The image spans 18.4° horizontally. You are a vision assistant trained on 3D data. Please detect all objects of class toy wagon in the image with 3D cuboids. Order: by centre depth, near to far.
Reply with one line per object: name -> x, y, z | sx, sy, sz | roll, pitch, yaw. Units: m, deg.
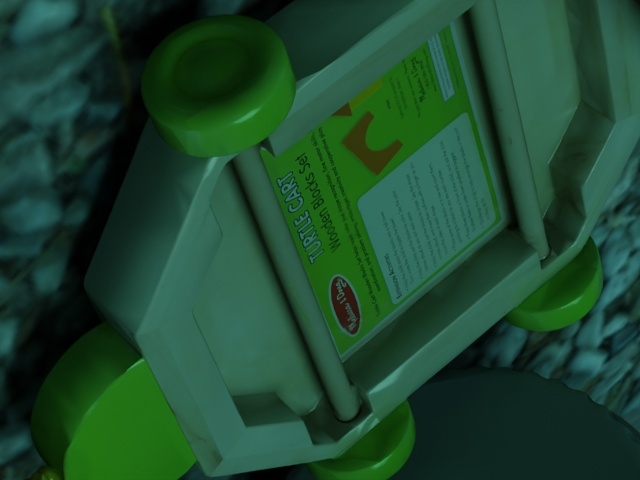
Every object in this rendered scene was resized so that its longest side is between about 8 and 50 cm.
toy wagon -> 0.000, 0.000, 0.816 | 0.344, 0.068, 0.267 | -38, 143, -14

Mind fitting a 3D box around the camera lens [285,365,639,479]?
camera lens -> 0.105, 0.209, 0.992 | 0.219, 0.219, 0.274 | -44, 145, -7
